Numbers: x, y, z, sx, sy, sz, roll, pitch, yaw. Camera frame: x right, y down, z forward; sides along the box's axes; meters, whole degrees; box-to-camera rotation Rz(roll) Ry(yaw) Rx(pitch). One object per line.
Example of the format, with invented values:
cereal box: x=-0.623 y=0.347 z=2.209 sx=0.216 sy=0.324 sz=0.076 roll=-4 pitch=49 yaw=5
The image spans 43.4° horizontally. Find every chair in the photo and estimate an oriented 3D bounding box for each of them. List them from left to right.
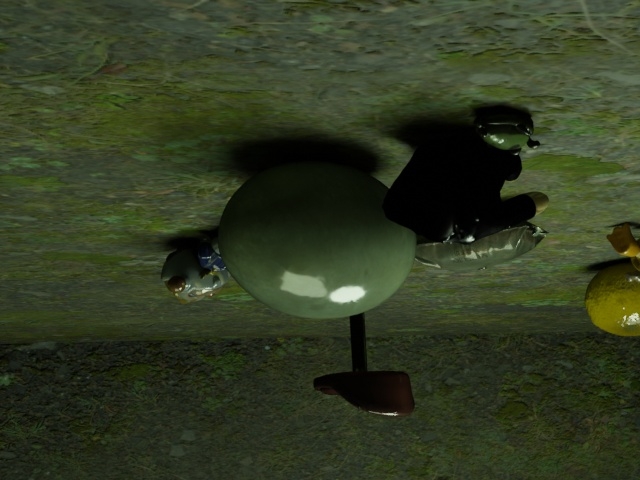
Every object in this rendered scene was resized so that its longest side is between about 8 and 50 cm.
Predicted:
chair: x=0.085 y=0.200 z=1.811 sx=0.227 sy=0.400 sz=0.226 roll=-3 pitch=165 yaw=-1

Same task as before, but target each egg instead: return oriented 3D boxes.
egg: x=0.000 y=0.000 z=1.298 sx=0.352 sy=0.258 sz=0.259 roll=15 pitch=158 yaw=-43

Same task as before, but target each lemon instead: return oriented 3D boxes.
lemon: x=0.834 y=0.158 z=2.170 sx=0.204 sy=0.204 sz=0.260 roll=12 pitch=156 yaw=-44

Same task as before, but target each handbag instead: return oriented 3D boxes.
handbag: x=0.322 y=0.002 z=1.659 sx=0.271 sy=0.117 sz=0.183 roll=-12 pitch=171 yaw=30
handbag: x=0.258 y=-0.155 z=1.146 sx=0.111 sy=0.047 sz=0.072 roll=7 pitch=163 yaw=-41

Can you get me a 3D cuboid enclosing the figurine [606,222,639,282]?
figurine: x=0.807 y=0.057 z=1.837 sx=0.344 sy=0.215 sz=0.187 roll=22 pitch=109 yaw=-36

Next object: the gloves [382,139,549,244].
gloves: x=0.236 y=-0.077 z=1.238 sx=0.197 sy=0.152 sz=0.301 roll=28 pitch=-163 yaw=25

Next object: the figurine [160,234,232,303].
figurine: x=-0.247 y=0.049 z=1.731 sx=0.194 sy=0.133 sz=0.274 roll=-21 pitch=169 yaw=-28
